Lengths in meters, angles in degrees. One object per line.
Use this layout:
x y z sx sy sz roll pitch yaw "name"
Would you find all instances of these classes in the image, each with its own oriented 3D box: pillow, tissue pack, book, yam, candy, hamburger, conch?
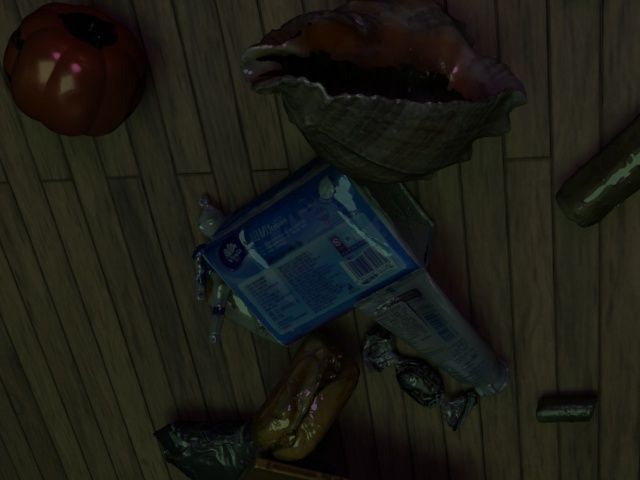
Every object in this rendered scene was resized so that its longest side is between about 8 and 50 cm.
-0.141 0.382 1.434 0.335 0.092 0.162 -4 118 19 "pillow"
0.000 0.000 1.141 0.263 0.146 0.198 -31 108 29 "tissue pack"
0.046 0.457 1.354 0.388 0.032 0.269 16 145 -9 "book"
0.385 0.263 1.238 0.094 0.043 0.043 -4 117 20 "yam"
0.442 -0.153 0.963 0.083 0.083 0.371 41 124 -8 "yam"
0.157 0.220 1.278 0.226 0.051 0.094 40 119 -8 "candy"
-0.027 0.249 1.260 0.108 0.214 0.214 38 122 -2 "hamburger"
0.070 -0.156 0.916 0.297 0.352 0.210 28 132 38 "conch"

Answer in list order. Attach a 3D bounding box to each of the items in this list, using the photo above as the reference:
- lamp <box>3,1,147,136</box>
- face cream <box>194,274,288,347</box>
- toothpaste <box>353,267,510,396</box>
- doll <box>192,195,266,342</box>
-0.338 -0.227 1.093 0.187 0.188 0.164 33 127 -4 "lamp"
-0.119 0.108 1.294 0.182 0.051 0.072 34 112 -2 "face cream"
0.176 0.136 1.146 0.114 0.073 0.299 -29 131 25 "toothpaste"
-0.148 0.039 1.240 0.114 0.057 0.227 -13 93 -12 "doll"
